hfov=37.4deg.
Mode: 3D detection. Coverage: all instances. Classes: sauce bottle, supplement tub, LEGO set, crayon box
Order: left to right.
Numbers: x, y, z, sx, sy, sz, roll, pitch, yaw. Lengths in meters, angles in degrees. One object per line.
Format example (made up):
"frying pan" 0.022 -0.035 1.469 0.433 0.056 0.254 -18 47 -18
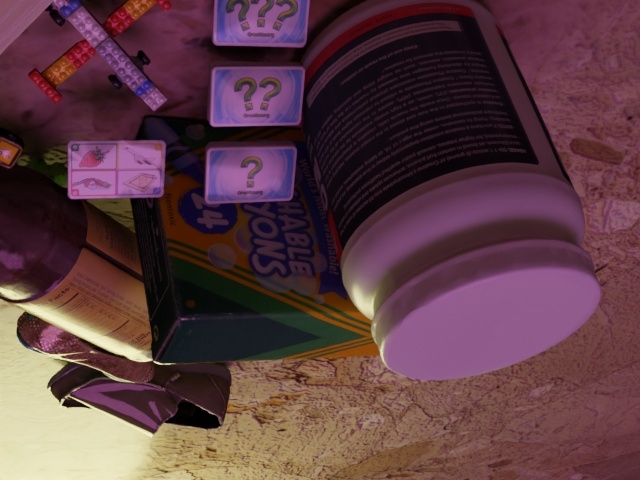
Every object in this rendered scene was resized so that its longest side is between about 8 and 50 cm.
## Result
"sauce bottle" -0.232 0.006 0.799 0.111 0.111 0.344 -24 147 14
"LEGO set" -0.124 -0.106 0.709 0.244 0.060 0.182 -2 116 -19
"crayon box" 0.000 0.000 0.861 0.323 0.203 0.083 2 145 -27
"supplement tub" 0.094 -0.047 0.758 0.191 0.272 0.191 -11 149 -7

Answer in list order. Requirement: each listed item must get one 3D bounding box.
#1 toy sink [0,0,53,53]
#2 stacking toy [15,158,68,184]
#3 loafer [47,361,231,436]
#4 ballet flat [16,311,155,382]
"toy sink" -0.251 -0.206 0.468 0.131 0.153 0.234 -34 143 28
"stacking toy" -0.338 0.003 0.863 0.221 0.052 0.167 -7 148 -15
"loafer" -0.217 0.196 1.192 0.251 0.087 0.094 8 142 -34
"ballet flat" -0.244 0.112 1.068 0.067 0.073 0.206 -42 146 15
